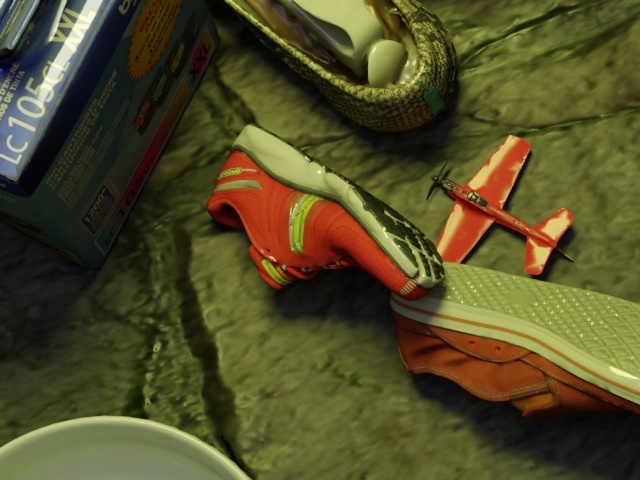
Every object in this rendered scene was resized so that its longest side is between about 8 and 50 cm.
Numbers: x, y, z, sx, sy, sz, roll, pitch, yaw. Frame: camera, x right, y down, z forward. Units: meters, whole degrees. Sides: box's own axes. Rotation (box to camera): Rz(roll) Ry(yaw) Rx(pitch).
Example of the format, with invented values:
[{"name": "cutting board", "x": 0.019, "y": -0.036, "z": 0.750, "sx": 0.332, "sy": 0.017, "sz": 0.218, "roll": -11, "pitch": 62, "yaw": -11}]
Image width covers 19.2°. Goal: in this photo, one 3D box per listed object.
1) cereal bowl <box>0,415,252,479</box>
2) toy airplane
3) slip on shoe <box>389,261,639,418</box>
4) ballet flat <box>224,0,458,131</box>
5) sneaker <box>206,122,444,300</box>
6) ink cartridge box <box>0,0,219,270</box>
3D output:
[{"name": "cereal bowl", "x": -0.179, "y": 0.324, "z": 1.626, "sx": 0.339, "sy": 0.141, "sz": 0.338, "roll": -1, "pitch": 77, "yaw": 5}, {"name": "toy airplane", "x": 0.165, "y": -0.020, "z": 1.731, "sx": 0.151, "sy": 0.028, "sz": 0.151, "roll": -1, "pitch": 78, "yaw": 7}, {"name": "slip on shoe", "x": 0.208, "y": 0.106, "z": 1.623, "sx": 0.331, "sy": 0.123, "sz": 0.101, "roll": 15, "pitch": 118, "yaw": 29}, {"name": "ballet flat", "x": -0.067, "y": -0.286, "z": 1.717, "sx": 0.483, "sy": 0.182, "sz": 0.164, "roll": 42, "pitch": 90, "yaw": 8}, {"name": "sneaker", "x": 0.000, "y": 0.000, "z": 1.681, "sx": 0.279, "sy": 0.107, "sz": 0.118, "roll": 34, "pitch": 92, "yaw": 45}, {"name": "ink cartridge box", "x": -0.229, "y": -0.156, "z": 1.616, "sx": 0.151, "sy": 0.395, "sz": 0.270, "roll": 24, "pitch": 81, "yaw": 11}]
